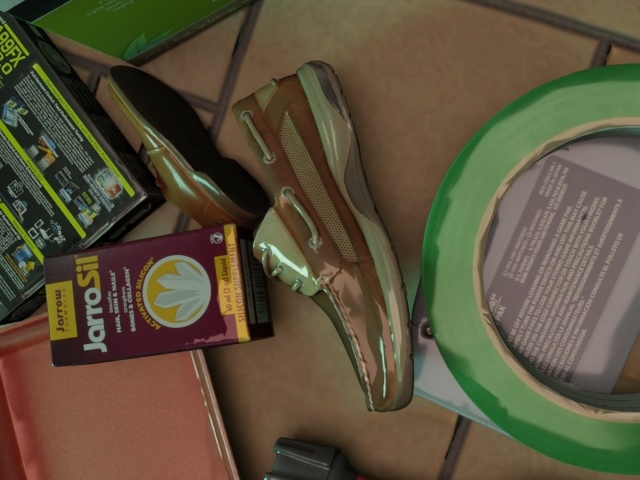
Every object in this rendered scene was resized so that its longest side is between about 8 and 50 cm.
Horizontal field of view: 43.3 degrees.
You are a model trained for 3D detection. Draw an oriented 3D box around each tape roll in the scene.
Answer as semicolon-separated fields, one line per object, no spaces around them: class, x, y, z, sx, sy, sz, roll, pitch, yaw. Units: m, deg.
tape roll;0.244;0.023;0.660;0.321;0.077;0.321;0;92;10

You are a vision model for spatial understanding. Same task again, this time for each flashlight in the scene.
flashlight;0.100;0.248;0.734;0.304;0.103;0.103;13;69;11

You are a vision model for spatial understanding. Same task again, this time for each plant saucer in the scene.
plant saucer;-0.214;0.189;0.806;0.258;0.048;0.259;-19;82;10

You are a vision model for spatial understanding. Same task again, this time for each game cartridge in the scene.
game cartridge;0.199;0.028;0.733;0.198;0.062;0.297;24;96;13

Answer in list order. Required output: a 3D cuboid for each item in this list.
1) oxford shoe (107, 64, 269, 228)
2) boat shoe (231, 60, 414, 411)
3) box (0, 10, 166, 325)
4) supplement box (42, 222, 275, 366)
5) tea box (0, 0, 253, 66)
oxford shoe;-0.146;-0.082;0.788;0.212;0.076;0.076;51;124;10
boat shoe;0.000;0.000;0.720;0.116;0.123;0.324;-16;71;0
box;-0.321;-0.082;0.823;0.216;0.060;0.270;-39;85;9
supplement box;-0.147;0.052;0.736;0.188;0.081;0.104;-10;83;12
tea box;-0.197;-0.359;0.659;0.220;0.323;0.329;-26;87;11
